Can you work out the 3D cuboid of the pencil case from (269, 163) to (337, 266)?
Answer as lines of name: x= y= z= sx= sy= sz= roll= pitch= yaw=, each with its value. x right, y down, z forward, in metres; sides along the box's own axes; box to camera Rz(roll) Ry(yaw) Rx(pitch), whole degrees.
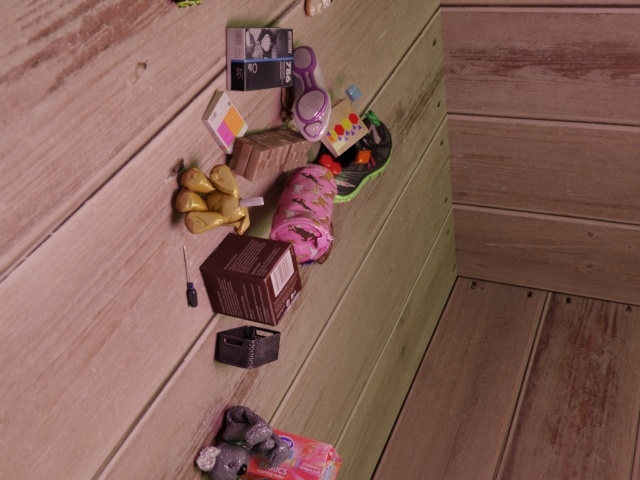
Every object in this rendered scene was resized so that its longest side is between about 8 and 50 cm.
pencil case: x=-0.042 y=-0.086 z=2.130 sx=0.167 sy=0.160 sz=0.386 roll=43 pitch=25 yaw=-19

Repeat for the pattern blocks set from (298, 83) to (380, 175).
pattern blocks set: x=0.060 y=-0.366 z=2.373 sx=0.325 sy=0.026 sz=0.285 roll=-32 pitch=95 yaw=-34

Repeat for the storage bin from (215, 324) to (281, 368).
storage bin: x=-0.205 y=0.304 z=2.091 sx=0.180 sy=0.122 sz=0.084 roll=-5 pitch=102 yaw=-65

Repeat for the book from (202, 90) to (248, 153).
book: x=-0.249 y=-0.305 z=1.899 sx=0.096 sy=0.035 sz=0.144 roll=-65 pitch=152 yaw=-22

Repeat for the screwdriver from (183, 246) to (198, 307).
screwdriver: x=-0.335 y=0.095 z=1.861 sx=0.025 sy=0.024 sz=0.170 roll=-97 pitch=-179 yaw=-64

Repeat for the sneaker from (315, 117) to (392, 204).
sneaker: x=0.120 y=-0.310 z=2.522 sx=0.483 sy=0.185 sz=0.202 roll=-55 pitch=149 yaw=-46

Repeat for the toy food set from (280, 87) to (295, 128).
toy food set: x=-0.100 y=-0.400 z=2.209 sx=0.078 sy=0.019 sz=0.122 roll=-19 pitch=108 yaw=-63

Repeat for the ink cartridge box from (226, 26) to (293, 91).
ink cartridge box: x=-0.147 y=-0.505 z=2.017 sx=0.333 sy=0.065 sz=0.165 roll=-32 pitch=126 yaw=-60

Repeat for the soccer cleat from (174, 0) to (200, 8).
soccer cleat: x=-0.291 y=-0.585 z=1.690 sx=0.179 sy=0.060 sz=0.072 roll=-56 pitch=136 yaw=-55

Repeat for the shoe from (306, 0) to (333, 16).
shoe: x=0.014 y=-0.776 z=2.276 sx=0.076 sy=0.058 sz=0.219 roll=69 pitch=38 yaw=-48

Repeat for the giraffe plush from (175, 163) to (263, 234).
giraffe plush: x=-0.251 y=-0.088 z=1.839 sx=0.170 sy=0.210 sz=0.181 roll=131 pitch=-31 yaw=-81

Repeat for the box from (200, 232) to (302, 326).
box: x=-0.183 y=0.103 z=1.974 sx=0.168 sy=0.203 sz=0.167 roll=-55 pitch=145 yaw=-44

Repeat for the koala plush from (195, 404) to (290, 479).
koala plush: x=-0.242 y=0.606 z=2.099 sx=0.221 sy=0.203 sz=0.196 roll=-48 pitch=135 yaw=-17

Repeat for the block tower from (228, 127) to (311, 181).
block tower: x=-0.134 y=-0.248 z=2.059 sx=0.335 sy=0.091 sz=0.097 roll=-27 pitch=142 yaw=-64

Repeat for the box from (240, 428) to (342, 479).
box: x=-0.106 y=0.675 z=2.218 sx=0.154 sy=0.300 sz=0.142 roll=-66 pitch=152 yaw=-29

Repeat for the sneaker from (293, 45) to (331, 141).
sneaker: x=-0.019 y=-0.427 z=2.188 sx=0.152 sy=0.114 sz=0.305 roll=56 pitch=26 yaw=-68

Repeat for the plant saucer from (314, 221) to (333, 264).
plant saucer: x=0.000 y=0.000 z=2.550 sx=0.168 sy=0.029 sz=0.168 roll=-31 pitch=125 yaw=-59
